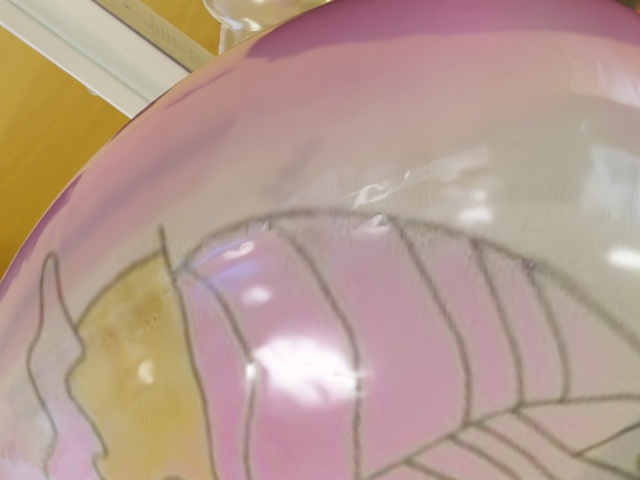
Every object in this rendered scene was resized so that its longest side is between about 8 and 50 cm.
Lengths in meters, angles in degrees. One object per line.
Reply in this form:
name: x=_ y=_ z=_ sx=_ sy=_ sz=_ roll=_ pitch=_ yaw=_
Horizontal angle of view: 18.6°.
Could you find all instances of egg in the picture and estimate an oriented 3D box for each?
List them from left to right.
egg: x=0.009 y=0.026 z=0.616 sx=0.271 sy=0.196 sz=0.196 roll=-22 pitch=139 yaw=7

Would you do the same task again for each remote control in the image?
remote control: x=-0.123 y=-0.116 z=1.255 sx=0.277 sy=0.103 sz=0.055 roll=35 pitch=101 yaw=-16

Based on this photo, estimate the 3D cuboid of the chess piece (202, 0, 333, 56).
chess piece: x=0.000 y=0.000 z=0.982 sx=0.124 sy=0.139 sz=0.307 roll=-20 pitch=113 yaw=-33
